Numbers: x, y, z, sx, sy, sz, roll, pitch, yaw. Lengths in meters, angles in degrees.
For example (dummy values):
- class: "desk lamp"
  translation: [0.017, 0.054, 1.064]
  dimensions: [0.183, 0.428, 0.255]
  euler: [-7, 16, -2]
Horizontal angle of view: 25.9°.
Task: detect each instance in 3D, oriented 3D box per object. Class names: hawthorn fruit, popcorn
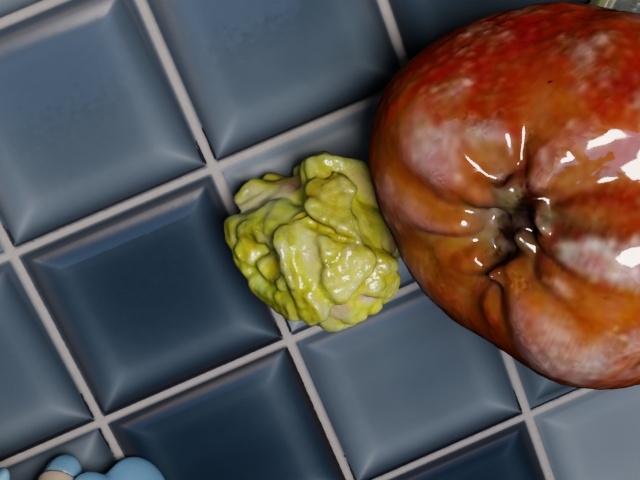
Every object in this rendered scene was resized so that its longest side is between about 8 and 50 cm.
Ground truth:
- class: "hawthorn fruit"
  translation: [0.177, -0.032, 0.967]
  dimensions: [0.284, 0.284, 0.284]
  euler: [-5, 115, -11]
- class: "popcorn"
  translation: [0.000, 0.000, 1.036]
  dimensions: [0.126, 0.145, 0.126]
  euler: [-42, 110, -1]

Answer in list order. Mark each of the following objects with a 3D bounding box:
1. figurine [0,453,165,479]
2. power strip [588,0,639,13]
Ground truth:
- class: "figurine"
  translation: [-0.182, 0.250, 1.086]
  dimensions: [0.154, 0.180, 0.262]
  euler: [-41, 125, 14]
- class: "power strip"
  translation: [0.245, -0.177, 1.078]
  dimensions: [0.076, 0.028, 0.169]
  euler: [17, 109, -21]
